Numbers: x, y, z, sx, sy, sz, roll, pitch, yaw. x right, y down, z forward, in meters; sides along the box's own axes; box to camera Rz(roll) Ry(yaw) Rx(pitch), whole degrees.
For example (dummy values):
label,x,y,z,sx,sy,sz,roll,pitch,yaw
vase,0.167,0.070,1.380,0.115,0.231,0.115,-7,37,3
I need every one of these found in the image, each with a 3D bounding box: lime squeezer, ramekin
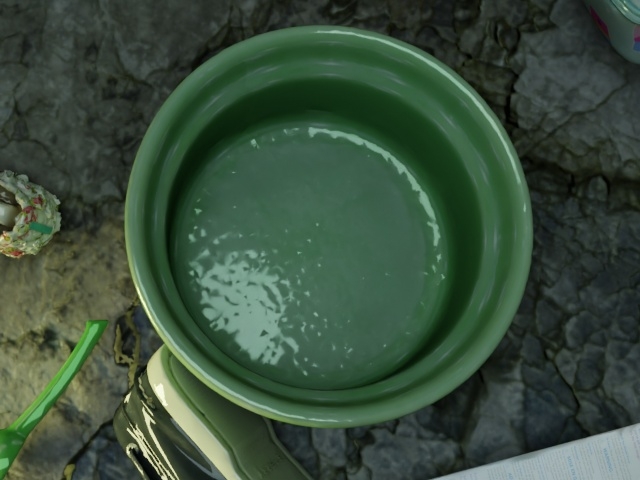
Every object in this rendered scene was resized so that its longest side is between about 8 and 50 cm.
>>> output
label,x,y,z,sx,sy,sz,roll,pitch,yaw
lime squeezer,-0.238,0.223,1.117,0.110,0.059,0.310,2,84,-27
ramekin,0.000,0.000,1.032,0.303,0.148,0.303,2,77,-7

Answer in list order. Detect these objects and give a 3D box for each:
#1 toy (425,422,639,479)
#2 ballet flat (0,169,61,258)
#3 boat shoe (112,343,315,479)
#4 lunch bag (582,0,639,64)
label,x,y,z,sx,sy,sz,roll,pitch,yaw
toy,0.174,0.240,1.082,0.237,0.056,0.137,-16,89,3
ballet flat,-0.337,-0.049,1.118,0.241,0.077,0.091,13,88,5
boat shoe,-0.057,0.245,1.063,0.113,0.127,0.340,-41,83,24
lunch bag,0.328,-0.273,1.047,0.279,0.108,0.224,-24,65,1
